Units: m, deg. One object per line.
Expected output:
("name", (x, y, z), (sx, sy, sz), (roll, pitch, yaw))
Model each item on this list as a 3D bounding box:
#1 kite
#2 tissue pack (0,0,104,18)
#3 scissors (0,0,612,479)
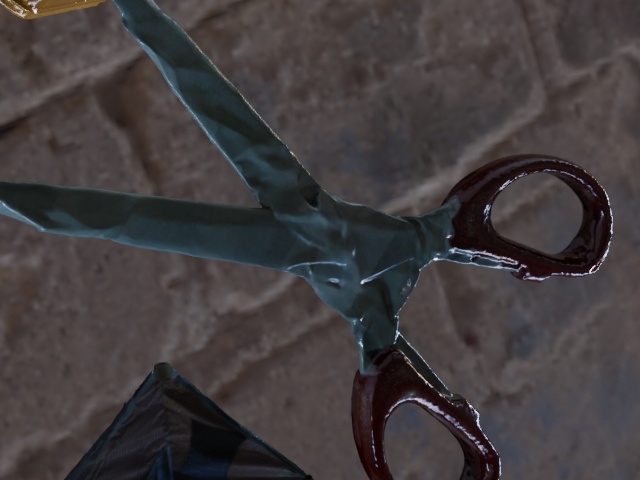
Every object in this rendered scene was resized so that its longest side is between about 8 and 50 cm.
("kite", (-0.070, 0.216, 0.845), (0.335, 0.314, 0.011), (-9, -171, -23))
("tissue pack", (-0.133, -0.299, 1.144), (0.274, 0.145, 0.194), (-41, -177, 17))
("scissors", (0.000, 0.000, 0.550), (0.017, 0.248, 0.144), (20, -98, 52))
